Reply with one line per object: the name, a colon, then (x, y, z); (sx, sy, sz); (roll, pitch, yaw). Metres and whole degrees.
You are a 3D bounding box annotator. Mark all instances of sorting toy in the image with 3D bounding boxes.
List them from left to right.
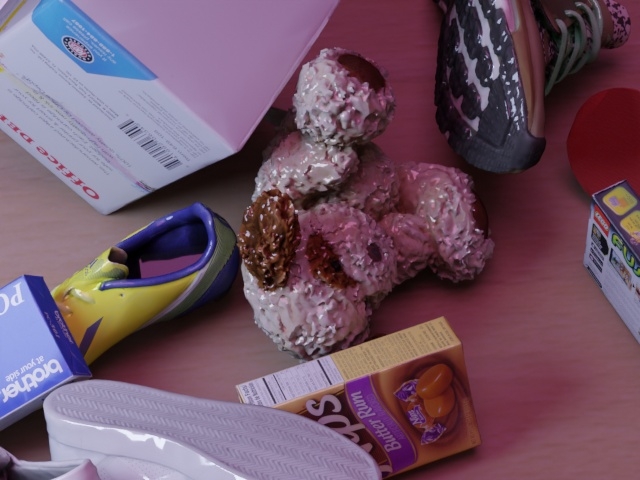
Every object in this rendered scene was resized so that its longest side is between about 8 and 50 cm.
sorting toy: (0.406, -0.042, 1.757); (0.365, 0.127, 0.126); (29, 33, 16)

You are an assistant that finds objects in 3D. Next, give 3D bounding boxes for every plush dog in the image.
plush dog: (0.000, 0.000, 1.683); (0.210, 0.262, 0.225); (-16, 40, 32)

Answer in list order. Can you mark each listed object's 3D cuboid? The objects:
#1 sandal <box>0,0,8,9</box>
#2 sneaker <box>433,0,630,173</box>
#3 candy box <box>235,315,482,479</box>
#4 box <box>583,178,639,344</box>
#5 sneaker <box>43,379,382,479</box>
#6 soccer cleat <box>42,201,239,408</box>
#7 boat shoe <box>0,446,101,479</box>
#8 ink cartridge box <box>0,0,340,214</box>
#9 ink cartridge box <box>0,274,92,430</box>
sandal: (-0.292, -0.156, 1.853); (0.076, 0.102, 0.265); (32, 73, 20)
sneaker: (0.207, -0.206, 1.796); (0.182, 0.158, 0.410); (12, 41, -9)
candy box: (0.033, 0.146, 1.625); (0.186, 0.109, 0.053); (-18, 31, -7)
box: (0.295, 0.060, 1.669); (0.036, 0.114, 0.207); (-24, 60, -13)
sneaker: (-0.083, 0.220, 1.552); (0.292, 0.169, 0.108); (12, 25, 27)
soccer cleat: (-0.203, 0.055, 1.687); (0.289, 0.121, 0.093); (-30, 62, -9)
boat shoe: (-0.268, 0.204, 1.552); (0.267, 0.088, 0.096); (-1, 18, 43)
ink cartridge box: (-0.158, -0.177, 1.716); (0.198, 0.270, 0.197); (41, 62, -17)
ink cartridge box: (-0.302, 0.121, 1.634); (0.207, 0.046, 0.097); (-30, 78, 11)
